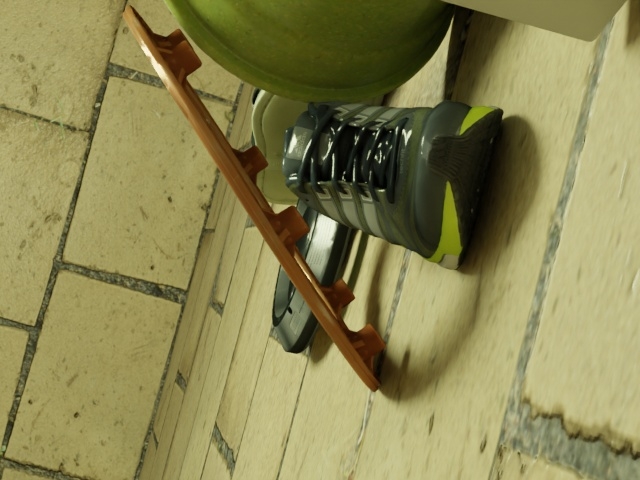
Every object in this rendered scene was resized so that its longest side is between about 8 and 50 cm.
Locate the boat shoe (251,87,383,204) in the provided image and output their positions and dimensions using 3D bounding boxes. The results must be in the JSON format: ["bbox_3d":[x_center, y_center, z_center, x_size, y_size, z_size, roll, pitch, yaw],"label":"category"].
[{"bbox_3d":[-0.010,-0.153,1.398,0.340,0.127,0.113,102,168,-66],"label":"boat shoe"}]

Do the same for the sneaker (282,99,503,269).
[{"bbox_3d":[0.038,-0.046,0.920,0.300,0.121,0.111,168,116,-80],"label":"sneaker"}]

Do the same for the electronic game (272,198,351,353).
[{"bbox_3d":[0.000,0.000,1.324,0.229,0.048,0.229,-164,90,-82],"label":"electronic game"}]

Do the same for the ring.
[{"bbox_3d":[-0.041,-0.036,1.001,0.032,0.337,0.336,-34,12,1],"label":"ring"}]

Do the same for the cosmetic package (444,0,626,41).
[{"bbox_3d":[0.090,-0.308,0.697,0.155,0.196,0.366,123,156,-60],"label":"cosmetic package"}]

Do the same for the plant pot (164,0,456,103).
[{"bbox_3d":[0.039,-0.268,0.959,0.254,0.276,0.276,-31,44,62],"label":"plant pot"}]
